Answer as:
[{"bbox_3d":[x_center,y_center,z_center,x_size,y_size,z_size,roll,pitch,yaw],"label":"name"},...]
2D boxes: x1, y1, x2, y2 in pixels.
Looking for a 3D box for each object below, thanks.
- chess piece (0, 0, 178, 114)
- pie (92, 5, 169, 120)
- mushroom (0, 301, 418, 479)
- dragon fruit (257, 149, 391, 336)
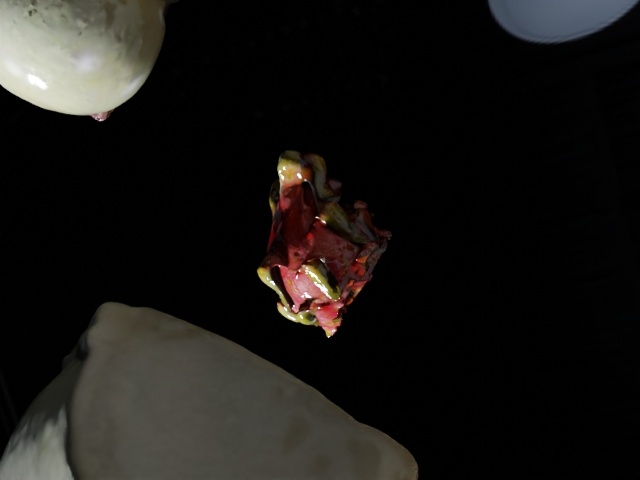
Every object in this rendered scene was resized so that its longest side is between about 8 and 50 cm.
[{"bbox_3d":[-0.118,-0.223,0.442,0.300,0.167,0.167,-60,-27,6],"label":"chess piece"},{"bbox_3d":[-0.169,-0.171,0.614,0.038,0.153,0.153,28,-136,-13],"label":"pie"},{"bbox_3d":[-0.127,0.173,0.411,0.154,0.407,0.137,33,-139,-15],"label":"mushroom"},{"bbox_3d":[0.000,0.000,0.769,0.133,0.150,0.208,-130,22,-75],"label":"dragon fruit"}]
